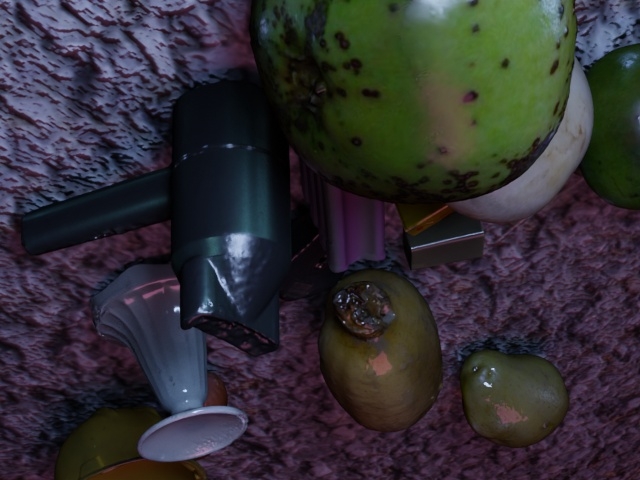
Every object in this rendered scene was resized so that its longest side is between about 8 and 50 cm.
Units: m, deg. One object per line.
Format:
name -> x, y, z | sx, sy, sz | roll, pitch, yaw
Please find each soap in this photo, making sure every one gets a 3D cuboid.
soap -> 0.020, -0.067, 1.340 | 0.065, 0.122, 0.203 | -17, 151, -6

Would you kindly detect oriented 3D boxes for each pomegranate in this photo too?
pomegranate -> 0.337, -0.115, 1.405 | 0.187, 0.187, 0.225 | -2, 173, -26
pomegranate -> 0.111, -0.189, 1.094 | 0.341, 0.285, 0.285 | -34, 159, -30

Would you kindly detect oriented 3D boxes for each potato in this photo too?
potato -> 0.280, 0.228, 1.966 | 0.157, 0.157, 0.194 | -32, 134, 22

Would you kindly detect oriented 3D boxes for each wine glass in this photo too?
wine glass -> -0.170, 0.139, 1.504 | 0.165, 0.196, 0.165 | -12, 151, -7

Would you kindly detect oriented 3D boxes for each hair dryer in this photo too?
hair dryer -> -0.167, 0.004, 1.263 | 0.302, 0.244, 0.116 | -15, 148, 25

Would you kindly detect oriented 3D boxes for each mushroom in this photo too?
mushroom -> 0.165, -0.128, 1.293 | 0.206, 0.209, 0.206 | -12, 121, -20

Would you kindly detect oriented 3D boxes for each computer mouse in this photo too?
computer mouse -> 0.000, 0.000, 1.509 | 0.099, 0.057, 0.172 | 18, 123, -44

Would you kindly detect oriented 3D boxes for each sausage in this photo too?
sausage -> -0.166, 0.241, 1.792 | 0.077, 0.077, 0.194 | -8, 149, -18

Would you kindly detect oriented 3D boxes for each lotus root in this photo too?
lotus root -> 0.076, 0.130, 1.641 | 0.151, 0.169, 0.342 | 4, 155, 11

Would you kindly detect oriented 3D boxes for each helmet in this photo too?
helmet -> -0.272, 0.298, 1.761 | 0.205, 0.140, 0.257 | 4, 142, -31

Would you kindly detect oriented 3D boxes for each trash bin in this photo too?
trash bin -> 0.149, -0.001, 1.602 | 0.092, 0.043, 0.061 | -12, 150, -3

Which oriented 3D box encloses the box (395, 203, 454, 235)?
box -> 0.144, -0.079, 1.421 | 0.155, 0.087, 0.023 | -32, 150, 22
